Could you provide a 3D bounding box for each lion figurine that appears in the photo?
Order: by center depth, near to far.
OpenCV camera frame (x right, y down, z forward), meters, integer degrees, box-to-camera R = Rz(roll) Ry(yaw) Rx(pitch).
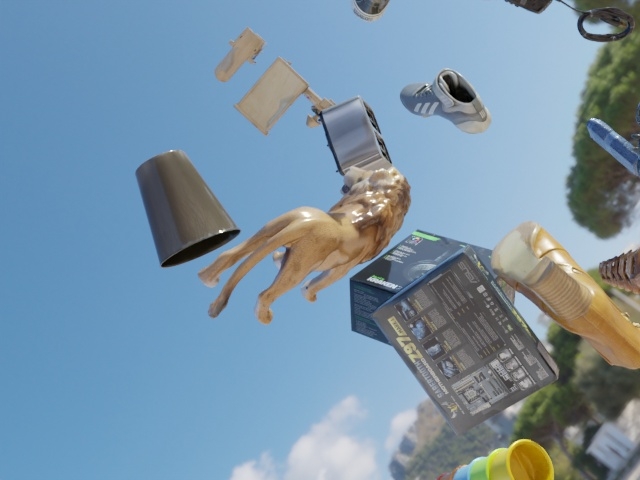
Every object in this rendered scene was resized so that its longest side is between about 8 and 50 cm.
[{"bbox_3d":[0.000,0.000,1.095,0.240,0.142,0.392,-40,-3,23],"label":"lion figurine"}]

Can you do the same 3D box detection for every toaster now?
[{"bbox_3d":[0.080,-0.223,1.673,0.110,0.168,0.185,-24,-16,15],"label":"toaster"}]

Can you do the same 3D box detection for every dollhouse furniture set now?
[{"bbox_3d":[-0.121,-0.402,2.025,0.174,0.303,0.355,-46,3,10],"label":"dollhouse furniture set"}]

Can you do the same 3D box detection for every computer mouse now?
[{"bbox_3d":[0.346,-0.349,1.071,0.041,0.242,0.071,-98,32,-63],"label":"computer mouse"}]

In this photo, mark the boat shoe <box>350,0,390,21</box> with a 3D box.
[{"bbox_3d":[0.109,-0.446,1.149,0.070,0.077,0.220,133,154,-72],"label":"boat shoe"}]

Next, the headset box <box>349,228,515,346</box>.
[{"bbox_3d":[0.239,0.106,1.515,0.283,0.246,0.131,-31,-52,-43],"label":"headset box"}]

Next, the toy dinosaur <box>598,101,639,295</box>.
[{"bbox_3d":[0.322,-0.034,0.614,0.322,0.164,0.219,-24,43,55],"label":"toy dinosaur"}]

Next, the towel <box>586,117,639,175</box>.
[{"bbox_3d":[0.522,-0.169,1.304,0.029,0.119,0.067,-44,-29,10],"label":"towel"}]

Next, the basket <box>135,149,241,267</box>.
[{"bbox_3d":[-0.322,-0.079,1.701,0.204,0.227,0.154,-24,-10,-23],"label":"basket"}]

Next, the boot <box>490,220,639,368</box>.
[{"bbox_3d":[0.383,0.088,1.154,0.104,0.211,0.295,-47,9,12],"label":"boot"}]

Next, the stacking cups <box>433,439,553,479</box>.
[{"bbox_3d":[0.293,0.443,1.347,0.096,0.096,0.316,-34,-10,-33],"label":"stacking cups"}]

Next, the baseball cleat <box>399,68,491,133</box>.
[{"bbox_3d":[0.195,-0.242,1.203,0.072,0.206,0.109,-45,-48,-12],"label":"baseball cleat"}]

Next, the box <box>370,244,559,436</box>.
[{"bbox_3d":[0.216,0.152,1.121,0.183,0.233,0.059,-38,-4,22],"label":"box"}]
